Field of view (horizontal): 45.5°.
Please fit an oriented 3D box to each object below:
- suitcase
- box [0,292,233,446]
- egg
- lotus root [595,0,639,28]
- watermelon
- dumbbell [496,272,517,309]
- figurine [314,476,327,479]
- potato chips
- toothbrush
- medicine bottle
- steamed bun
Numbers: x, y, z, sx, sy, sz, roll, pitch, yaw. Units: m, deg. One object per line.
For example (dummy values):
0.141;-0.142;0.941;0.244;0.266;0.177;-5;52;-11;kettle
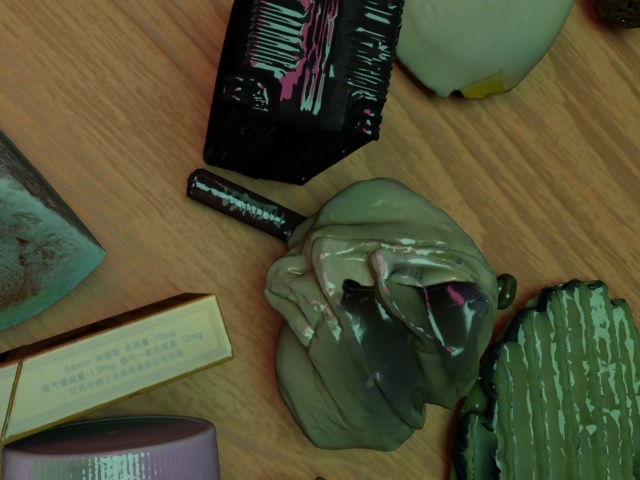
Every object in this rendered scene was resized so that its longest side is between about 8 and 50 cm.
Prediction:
-0.033;-0.196;0.811;0.152;0.335;0.230;13;83;-14;suitcase
-0.244;0.130;0.802;0.274;0.174;0.076;-18;92;-19;box
0.216;-0.336;0.991;0.264;0.174;0.286;45;78;-7;egg
0.474;-0.421;1.113;0.124;0.123;0.241;34;72;-44;lotus root
-0.357;-0.010;0.752;0.289;0.213;0.320;18;70;-19;watermelon
0.208;0.053;1.031;0.118;0.046;0.052;21;75;-17;dumbbell
-0.047;0.330;0.899;0.153;0.132;0.132;-8;89;-31;figurine
0.336;0.268;1.055;0.358;0.070;0.429;-3;89;-22;potato chips
0.000;0.000;0.967;0.364;0.041;0.041;24;79;-18;toothbrush
-0.201;0.353;0.761;0.256;0.256;0.325;-3;88;-19;medicine bottle
0.077;0.095;0.880;0.275;0.206;0.320;-6;104;-22;steamed bun
